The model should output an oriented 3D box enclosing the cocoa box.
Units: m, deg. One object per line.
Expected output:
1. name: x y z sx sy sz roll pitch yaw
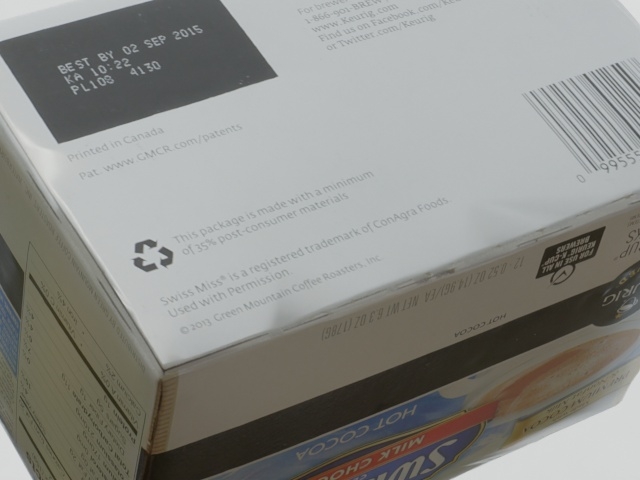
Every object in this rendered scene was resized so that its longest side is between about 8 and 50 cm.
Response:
1. cocoa box: 0.000 0.000 0.938 0.347 0.231 0.228 -19 -33 -27
